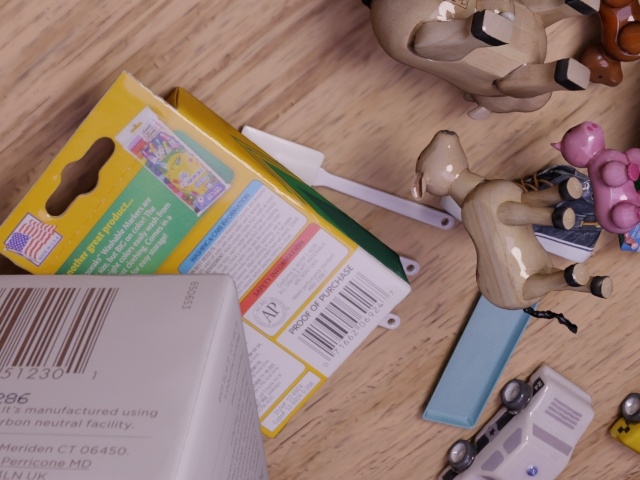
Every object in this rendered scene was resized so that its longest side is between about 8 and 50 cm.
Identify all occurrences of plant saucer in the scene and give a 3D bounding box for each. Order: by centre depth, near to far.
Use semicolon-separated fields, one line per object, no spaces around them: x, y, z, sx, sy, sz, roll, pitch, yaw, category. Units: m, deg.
0.173;0.116;1.182;0.067;0.018;0.192;15;111;-20;plant saucer

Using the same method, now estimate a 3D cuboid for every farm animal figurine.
0.155;-0.133;0.941;0.326;0.172;0.330;40;64;-32;farm animal figurine

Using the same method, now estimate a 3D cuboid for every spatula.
0.000;0.000;1.084;0.242;0.019;0.168;19;106;-23;spatula

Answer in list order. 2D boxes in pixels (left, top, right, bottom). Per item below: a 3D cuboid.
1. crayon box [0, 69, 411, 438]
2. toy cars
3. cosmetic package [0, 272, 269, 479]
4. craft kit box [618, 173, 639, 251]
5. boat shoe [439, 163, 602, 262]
-0.105;0.009;1.006;0.323;0.083;0.203;37;104;-18;crayon box
0.323;0.212;1.226;0.393;0.087;0.177;-15;119;-6;toy cars
-0.226;0.275;0.926;0.329;0.327;0.394;-2;126;8;cosmetic package
0.436;-0.073;1.042;0.246;0.061;0.250;8;141;0;craft kit box
0.207;-0.042;1.086;0.183;0.065;0.083;15;111;-27;boat shoe
